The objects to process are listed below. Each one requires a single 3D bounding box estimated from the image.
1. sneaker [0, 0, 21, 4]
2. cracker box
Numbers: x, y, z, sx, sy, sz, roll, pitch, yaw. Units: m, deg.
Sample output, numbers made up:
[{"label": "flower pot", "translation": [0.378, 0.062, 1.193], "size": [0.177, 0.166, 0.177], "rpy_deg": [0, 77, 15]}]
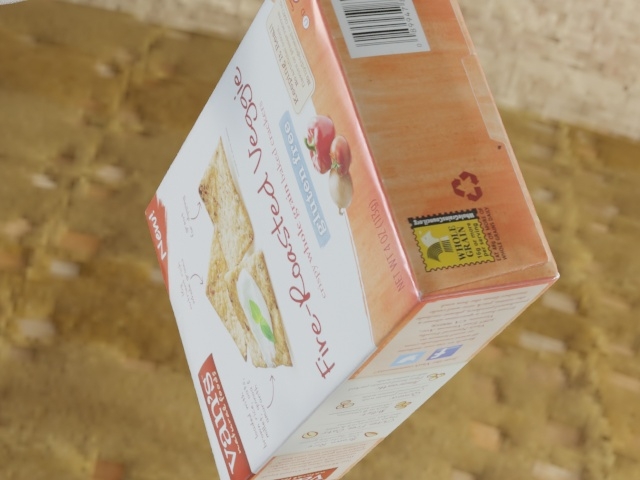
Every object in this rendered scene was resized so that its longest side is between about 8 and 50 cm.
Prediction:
[{"label": "sneaker", "translation": [-0.210, -0.261, 0.795], "size": [0.210, 0.137, 0.366], "rpy_deg": [-27, -97, -37]}, {"label": "cracker box", "translation": [0.000, 0.000, 0.716], "size": [0.067, 0.232, 0.155], "rpy_deg": [-8, -113, -25]}]
